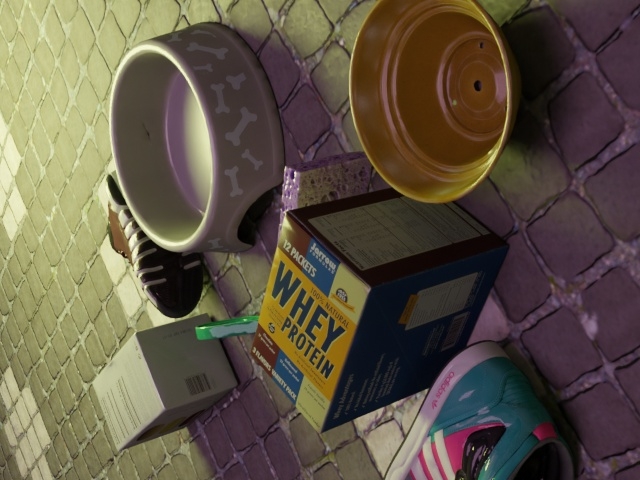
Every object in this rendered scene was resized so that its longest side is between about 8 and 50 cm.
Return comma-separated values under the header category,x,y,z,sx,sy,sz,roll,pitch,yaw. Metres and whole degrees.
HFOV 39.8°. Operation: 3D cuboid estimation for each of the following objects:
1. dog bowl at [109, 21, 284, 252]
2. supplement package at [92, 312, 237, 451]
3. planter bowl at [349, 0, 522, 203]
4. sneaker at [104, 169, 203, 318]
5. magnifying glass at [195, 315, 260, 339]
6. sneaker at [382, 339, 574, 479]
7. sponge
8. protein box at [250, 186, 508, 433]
category,x,y,z,sx,sy,sz,roll,pitch,yaw
dog bowl,-0.196,-0.141,1.294,0.349,0.102,0.348,20,117,46
supplement package,-0.264,0.239,1.471,0.244,0.139,0.133,-44,66,50
planter bowl,0.132,-0.151,0.882,0.217,0.090,0.217,21,118,46
sneaker,-0.282,0.025,1.477,0.281,0.107,0.162,65,153,21
magnifying glass,-0.090,0.120,1.268,0.231,0.092,0.026,-8,91,42
sneaker,0.175,0.273,0.948,0.178,0.124,0.295,51,136,43
sponge,0.000,0.000,1.076,0.031,0.117,0.210,30,124,41
protein box,0.059,0.066,0.952,0.136,0.201,0.199,44,132,35
